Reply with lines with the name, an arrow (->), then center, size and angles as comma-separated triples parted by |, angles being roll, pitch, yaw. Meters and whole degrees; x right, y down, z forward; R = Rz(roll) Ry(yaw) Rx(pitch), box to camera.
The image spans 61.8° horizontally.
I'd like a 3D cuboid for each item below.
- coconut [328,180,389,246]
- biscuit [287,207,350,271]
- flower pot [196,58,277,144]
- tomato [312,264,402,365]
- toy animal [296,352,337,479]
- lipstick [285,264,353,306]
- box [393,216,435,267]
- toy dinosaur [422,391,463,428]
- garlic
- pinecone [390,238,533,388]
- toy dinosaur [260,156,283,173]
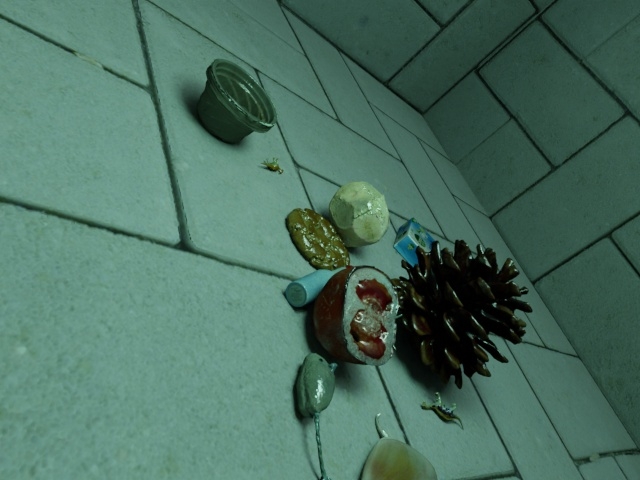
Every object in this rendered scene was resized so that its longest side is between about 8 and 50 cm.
coconut -> 0.116, -0.069, 1.572 | 0.194, 0.194, 0.194 | 37, 28, -24
biscuit -> 0.000, 0.000, 1.447 | 0.226, 0.042, 0.226 | 39, 27, -24
flower pot -> -0.238, -0.356, 1.437 | 0.235, 0.140, 0.236 | 36, 31, -25
tomato -> 0.065, 0.169, 1.183 | 0.180, 0.155, 0.214 | 34, 58, -33
toy animal -> -0.002, 0.316, 0.989 | 0.079, 0.070, 0.253 | 17, 41, -23
lipstick -> 0.014, 0.101, 1.295 | 0.061, 0.068, 0.274 | 15, 14, 27
box -> 0.347, 0.014, 1.942 | 0.139, 0.073, 0.194 | 47, 26, -7
toy dinosaur -> 0.321, 0.433, 1.379 | 0.180, 0.037, 0.058 | 30, 55, -23
garlic -> 0.159, 0.452, 1.047 | 0.149, 0.128, 0.266 | 60, 14, -5
pinecone -> 0.378, 0.175, 1.447 | 0.397, 0.397, 0.398 | 37, 28, -24
toy dinosaur -> -0.139, -0.221, 1.537 | 0.113, 0.026, 0.041 | 20, 54, -60
